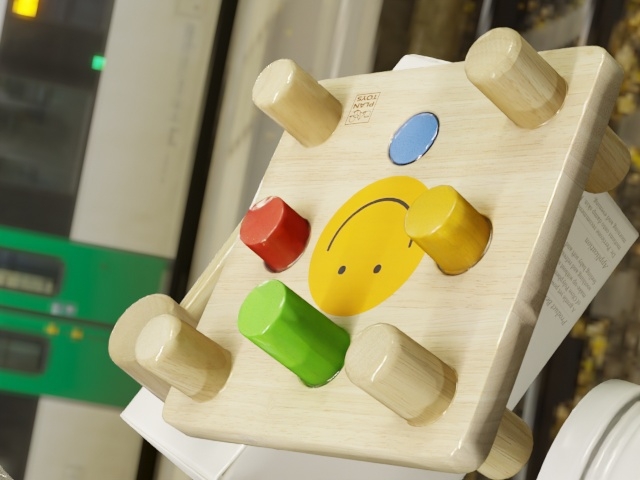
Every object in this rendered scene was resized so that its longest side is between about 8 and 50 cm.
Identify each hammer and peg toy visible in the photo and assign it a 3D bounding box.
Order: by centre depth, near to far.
[{"bbox_3d":[0.000,0.000,0.939,0.361,0.127,0.266,0,60,48],"label":"hammer and peg toy"}]

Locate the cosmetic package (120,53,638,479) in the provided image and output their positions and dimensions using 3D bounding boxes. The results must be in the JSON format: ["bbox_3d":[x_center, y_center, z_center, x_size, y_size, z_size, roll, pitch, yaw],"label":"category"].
[{"bbox_3d":[0.051,0.063,1.170,0.365,0.197,0.155,-50,36,-11],"label":"cosmetic package"}]

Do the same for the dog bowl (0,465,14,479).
[{"bbox_3d":[-0.326,0.269,1.117,0.102,0.349,0.349,-39,27,20],"label":"dog bowl"}]

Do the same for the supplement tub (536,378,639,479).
[{"bbox_3d":[0.340,0.249,1.146,0.241,0.331,0.241,-31,-50,-47],"label":"supplement tub"}]
